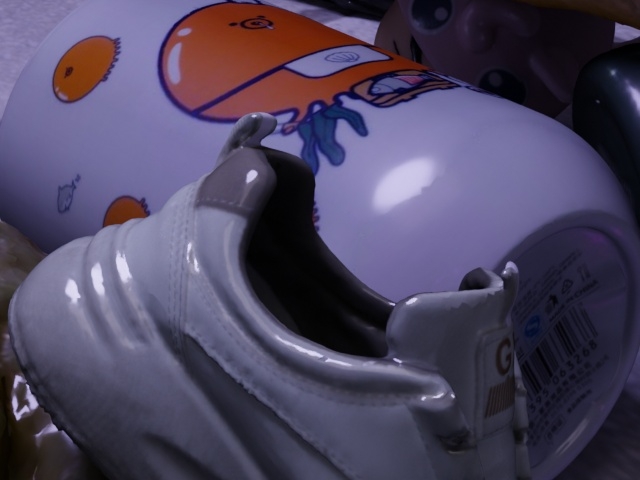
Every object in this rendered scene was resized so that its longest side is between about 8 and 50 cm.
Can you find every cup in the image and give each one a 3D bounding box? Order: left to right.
[{"bbox_3d":[0.000,0.000,0.692,0.212,0.212,0.317,-29,39,-30],"label":"cup"}]

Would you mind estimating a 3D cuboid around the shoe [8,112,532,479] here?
[{"bbox_3d":[0.034,0.081,0.474,0.316,0.159,0.124,44,20,10],"label":"shoe"}]

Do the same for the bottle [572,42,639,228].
[{"bbox_3d":[0.309,-0.065,0.674,0.336,0.144,0.144,-14,31,-1],"label":"bottle"}]

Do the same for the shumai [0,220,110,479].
[{"bbox_3d":[-0.135,0.121,0.515,0.283,0.217,0.346,5,31,22],"label":"shumai"}]

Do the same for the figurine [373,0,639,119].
[{"bbox_3d":[0.129,-0.146,0.988,0.186,0.176,0.287,-46,7,16],"label":"figurine"}]

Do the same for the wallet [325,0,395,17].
[{"bbox_3d":[0.037,-0.288,1.305,0.197,0.051,0.377,-29,35,-32],"label":"wallet"}]

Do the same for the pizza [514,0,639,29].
[{"bbox_3d":[0.138,-0.219,0.809,0.392,0.080,0.435,14,26,25],"label":"pizza"}]
